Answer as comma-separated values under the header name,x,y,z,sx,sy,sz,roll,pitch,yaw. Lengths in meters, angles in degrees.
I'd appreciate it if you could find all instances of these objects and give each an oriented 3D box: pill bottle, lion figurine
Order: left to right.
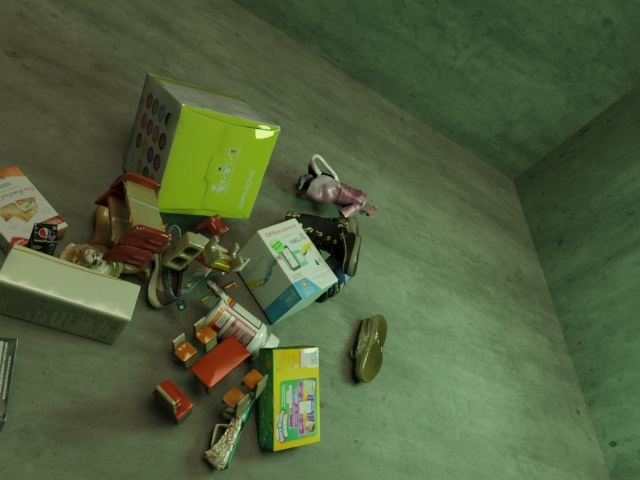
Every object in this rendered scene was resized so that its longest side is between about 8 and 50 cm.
name,x,y,z,sx,sy,sz,roll,pitch,yaw
lion figurine,-0.608,-0.016,1.452,0.240,0.142,0.392,13,36,-24
pill bottle,-0.242,0.276,1.510,0.221,0.121,0.121,40,40,-8
pill bottle,0.037,0.139,1.864,0.123,0.123,0.219,47,40,1

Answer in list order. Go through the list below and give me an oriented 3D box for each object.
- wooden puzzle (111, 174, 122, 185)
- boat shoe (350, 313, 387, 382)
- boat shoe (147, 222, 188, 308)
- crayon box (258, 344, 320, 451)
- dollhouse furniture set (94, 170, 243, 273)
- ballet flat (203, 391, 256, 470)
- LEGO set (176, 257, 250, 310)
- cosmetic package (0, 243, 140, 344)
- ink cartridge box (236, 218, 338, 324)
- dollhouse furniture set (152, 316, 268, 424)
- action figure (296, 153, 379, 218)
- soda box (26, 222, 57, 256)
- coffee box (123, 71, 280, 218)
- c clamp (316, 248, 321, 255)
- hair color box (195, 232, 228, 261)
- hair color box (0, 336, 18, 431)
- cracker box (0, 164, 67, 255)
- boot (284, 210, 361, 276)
name,x,y,z,sx,sy,sz,roll,pitch,yaw
wooden puzzle,-0.651,-0.178,1.622,0.049,0.006,0.083,32,42,-17
boat shoe,0.173,0.395,1.811,0.105,0.089,0.285,59,36,-27
boat shoe,-0.447,0.069,1.503,0.103,0.092,0.285,58,26,-50
crayon box,-0.090,0.452,1.446,0.165,0.081,0.279,6,79,-38
dollhouse furniture set,-0.420,-0.019,1.411,0.374,0.152,0.201,24,37,-49
ballet flat,-0.244,0.504,1.355,0.077,0.091,0.241,20,38,3
LEGO set,-0.331,0.140,1.511,0.244,0.182,0.060,-60,137,-57
cosmetic package,-0.639,0.143,1.249,0.309,0.160,0.113,24,44,-26
ink cartridge box,-0.125,0.102,1.695,0.198,0.197,0.270,-23,74,-49
dollhouse furniture set,-0.307,0.356,1.321,0.262,0.135,0.259,38,52,18
action figure,0.088,-0.207,2.100,0.370,0.276,0.248,20,39,-9
soda box,-0.718,0.025,1.269,0.053,0.169,0.060,7,54,-36
coffee box,-0.391,-0.298,1.608,0.338,0.338,0.334,4,28,-40
c clamp,-0.064,0.052,1.932,0.160,0.022,0.137,18,42,-27
hair color box,-0.367,0.044,1.655,0.141,0.043,0.072,33,41,-16
hair color box,-0.838,0.289,0.991,0.374,0.113,0.185,11,51,-33
cracker box,-0.828,-0.079,1.340,0.232,0.067,0.155,48,40,2
boot,0.000,0.000,1.826,0.284,0.138,0.377,8,29,-3
